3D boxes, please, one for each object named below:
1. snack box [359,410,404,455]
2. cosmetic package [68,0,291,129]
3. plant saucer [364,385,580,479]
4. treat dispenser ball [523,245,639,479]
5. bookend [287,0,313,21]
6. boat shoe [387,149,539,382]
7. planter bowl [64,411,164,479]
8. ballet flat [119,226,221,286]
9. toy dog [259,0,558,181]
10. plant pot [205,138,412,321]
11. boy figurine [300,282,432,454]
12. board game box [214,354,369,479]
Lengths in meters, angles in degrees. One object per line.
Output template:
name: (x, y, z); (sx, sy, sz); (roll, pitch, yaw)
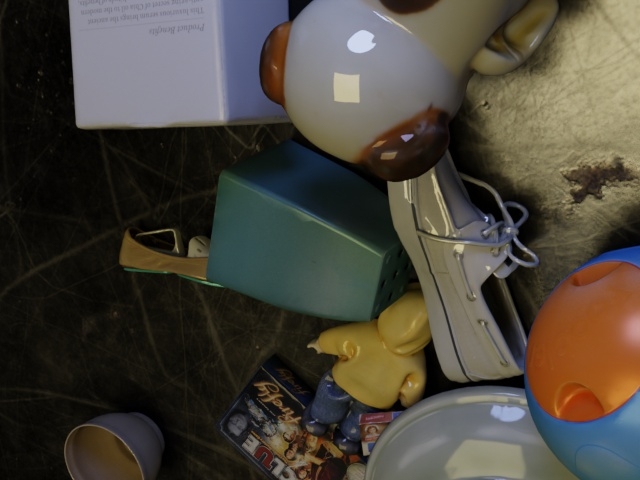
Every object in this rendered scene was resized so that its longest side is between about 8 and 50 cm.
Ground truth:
snack box: (0.145, 0.262, 1.494); (0.178, 0.022, 0.064); (-5, 126, 5)
cosmetic package: (-0.174, -0.365, 1.310); (0.230, 0.161, 0.454); (2, 97, 30)
plant saucer: (0.244, 0.382, 1.442); (0.400, 0.100, 0.401); (7, 119, 13)
treat dispenser ball: (0.372, 0.148, 1.206); (0.288, 0.288, 0.288); (12, 116, 25)
bookend: (-0.048, -0.320, 1.378); (0.157, 0.072, 0.156); (40, 115, 20)
boat shoe: (0.198, 0.015, 1.343); (0.156, 0.136, 0.367); (-5, 111, 31)
planter bowl: (-0.328, 0.352, 1.799); (0.162, 0.109, 0.162); (12, 116, 25)
ballet flat: (-0.205, 0.021, 1.612); (0.232, 0.080, 0.073); (8, 99, 25)
toy dog: (0.118, -0.259, 1.128); (0.284, 0.395, 0.408); (32, 115, 4)
plant pot: (0.000, 0.000, 1.421); (0.234, 0.165, 0.166); (24, 120, 23)
boy figurine: (0.070, 0.168, 1.500); (0.177, 0.092, 0.285); (28, 121, -2)
board game box: (-0.031, 0.313, 1.654); (0.243, 0.042, 0.165); (42, 125, 8)
